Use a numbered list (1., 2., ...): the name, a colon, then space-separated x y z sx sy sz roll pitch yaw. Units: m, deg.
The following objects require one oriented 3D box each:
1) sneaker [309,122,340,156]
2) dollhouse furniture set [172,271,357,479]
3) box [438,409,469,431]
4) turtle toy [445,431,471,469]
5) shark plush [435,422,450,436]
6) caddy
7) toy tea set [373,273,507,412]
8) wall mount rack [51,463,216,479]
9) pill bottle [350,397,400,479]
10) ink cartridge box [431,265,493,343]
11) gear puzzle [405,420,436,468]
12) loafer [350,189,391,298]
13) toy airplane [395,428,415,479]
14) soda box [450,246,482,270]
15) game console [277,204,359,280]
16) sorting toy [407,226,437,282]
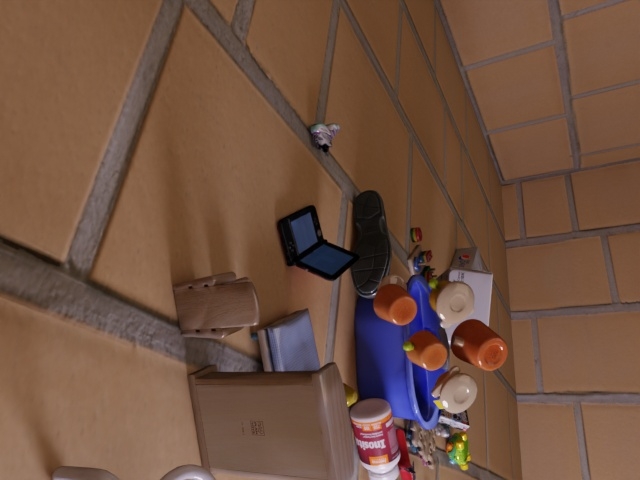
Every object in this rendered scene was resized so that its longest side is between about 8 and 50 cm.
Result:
1. sneaker: 0.014 -0.215 1.067 0.098 0.038 0.069 -18 99 -52
2. dollhouse furniture set: -0.015 0.167 0.725 0.303 0.198 0.286 -11 92 -63
3. box: 0.380 0.487 1.453 0.137 0.094 0.027 -72 180 -64
4. turtle toy: 0.432 0.652 1.558 0.130 0.066 0.095 -21 100 -62
5. shark plush: 0.362 0.524 1.463 0.161 0.067 0.073 -21 101 -62
6. caddy: 0.205 0.250 1.135 0.241 0.179 0.341 22 63 -59
7. toy tea set: 0.239 0.182 1.023 0.336 0.200 0.124 53 -9 -19
8. wall mount rack: -0.197 0.380 0.412 0.304 0.130 0.350 67 31 -18
9. pill bottle: 0.116 0.411 1.017 0.086 0.086 0.152 -25 104 -61
10. ink cartridge box: 0.373 0.193 1.356 0.273 0.114 0.197 73 25 -77
11. gear puzzle: 0.276 0.431 1.368 0.175 0.044 0.339 57 33 -34
12. loafer: 0.127 0.014 1.154 0.084 0.096 0.267 46 41 -56
13. toy airplane: 0.164 0.474 1.073 0.028 0.151 0.151 -9 90 -20
14. soda box: 0.563 0.130 1.930 0.286 0.091 0.098 -47 123 -56
15. game console: 0.000 0.000 0.922 0.144 0.085 0.124 -33 112 -60
16. sorting toy: 0.324 0.102 1.540 0.132 0.046 0.274 -39 117 -58
